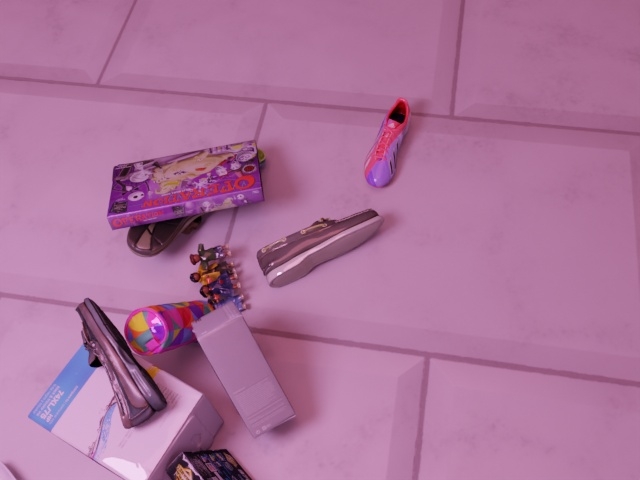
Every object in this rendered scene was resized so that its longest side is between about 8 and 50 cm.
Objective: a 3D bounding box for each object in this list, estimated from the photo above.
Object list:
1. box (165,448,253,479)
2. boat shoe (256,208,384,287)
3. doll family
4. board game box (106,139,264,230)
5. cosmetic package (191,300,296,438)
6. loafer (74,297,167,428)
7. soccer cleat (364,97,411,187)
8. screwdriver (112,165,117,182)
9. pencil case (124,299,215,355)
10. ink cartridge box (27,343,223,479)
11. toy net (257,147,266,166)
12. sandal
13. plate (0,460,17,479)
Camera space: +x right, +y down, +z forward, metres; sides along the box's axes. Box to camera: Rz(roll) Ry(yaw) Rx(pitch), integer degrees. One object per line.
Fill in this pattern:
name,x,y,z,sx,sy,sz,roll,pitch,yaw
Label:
box,-0.160,0.477,1.191,0.220,0.175,0.051,42,92,24
boat shoe,0.000,-0.002,1.501,0.305,0.109,0.091,-28,66,-7
doll family,-0.241,0.100,1.481,0.112,0.076,0.192,-16,63,-10
board game box,-0.310,-0.134,1.524,0.347,0.056,0.208,-11,45,-2
cosmetic package,-0.153,0.249,1.284,0.107,0.237,0.127,-26,17,-12
loafer,-0.383,0.218,1.184,0.084,0.096,0.267,-39,65,-12
soccer cleat,0.168,-0.246,1.639,0.083,0.095,0.247,17,62,14
screwdriver,-0.514,-0.116,1.661,0.025,0.024,0.169,2,62,-28
pencil case,-0.296,0.175,1.341,0.105,0.236,0.104,-1,88,20
ink cartridge box,-0.365,0.347,1.271,0.270,0.198,0.197,24,64,18
toy net,-0.231,-0.165,1.611,0.122,0.045,0.232,23,43,11
sandal,-0.345,-0.056,1.562,0.120,0.086,0.303,34,51,15
plate,-0.633,0.606,1.225,0.278,0.045,0.277,36,68,21
